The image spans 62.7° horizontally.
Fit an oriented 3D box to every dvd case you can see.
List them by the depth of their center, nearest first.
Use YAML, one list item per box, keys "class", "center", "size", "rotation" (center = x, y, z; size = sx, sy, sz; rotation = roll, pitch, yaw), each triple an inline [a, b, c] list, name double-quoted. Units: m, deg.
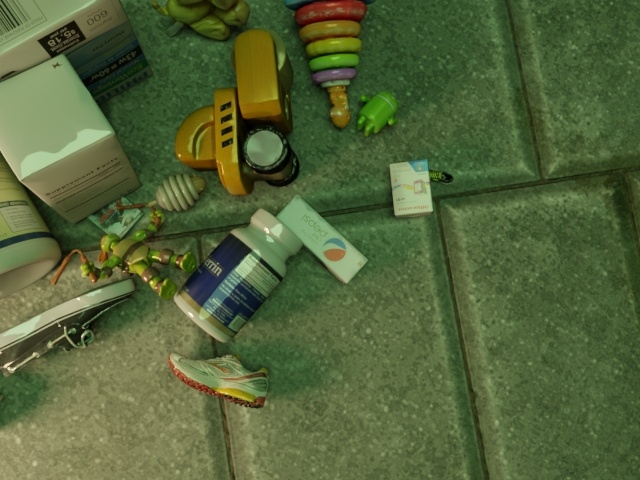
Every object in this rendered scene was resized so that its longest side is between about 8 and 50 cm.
- class: "dvd case"
  center: [-0.463, -0.066, 1.158]
  size: [0.119, 0.013, 0.087]
  rotation: [41, 81, -2]

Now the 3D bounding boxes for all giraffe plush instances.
- class: "giraffe plush"
  center: [-0.266, -0.567, 1.175]
  size: [0.210, 0.181, 0.171]
  rotation: [-5, 72, 27]

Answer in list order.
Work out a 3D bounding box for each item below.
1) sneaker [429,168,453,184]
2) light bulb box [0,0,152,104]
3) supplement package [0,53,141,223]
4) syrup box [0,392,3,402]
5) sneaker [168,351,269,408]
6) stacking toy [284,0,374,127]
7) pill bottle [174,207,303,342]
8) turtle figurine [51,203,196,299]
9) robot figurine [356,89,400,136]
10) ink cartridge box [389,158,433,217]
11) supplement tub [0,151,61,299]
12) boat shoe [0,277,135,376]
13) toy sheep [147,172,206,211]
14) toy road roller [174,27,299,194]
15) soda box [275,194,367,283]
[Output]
- class: "sneaker"
  center: [0.275, -0.154, 1.238]
  size: [0.083, 0.035, 0.031]
  rotation: [8, 83, -6]
- class: "light bulb box"
  center: [-0.559, -0.386, 1.004]
  size: [0.357, 0.361, 0.225]
  rotation: [-34, 90, -8]
- class: "supplement package"
  center: [-0.488, -0.179, 1.013]
  size: [0.175, 0.293, 0.178]
  rotation: [-33, 84, -15]
- class: "syrup box"
  center: [-0.781, 0.316, 1.043]
  size: [0.236, 0.093, 0.096]
  rotation: [23, 83, -3]
- class: "sneaker"
  center: [-0.217, 0.284, 1.126]
  size: [0.225, 0.088, 0.093]
  rotation: [20, 62, -4]
- class: "stacking toy"
  center: [0.032, -0.408, 1.193]
  size: [0.175, 0.165, 0.302]
  rotation: [-21, 109, -50]
- class: "pill bottle"
  center: [-0.166, 0.069, 1.108]
  size: [0.153, 0.153, 0.265]
  rotation: [41, 81, -1]
- class: "turtle figurine"
  center: [-0.380, 0.043, 1.069]
  size: [0.217, 0.087, 0.269]
  rotation: [25, 45, 17]
- class: "robot figurine"
  center: [0.133, -0.298, 1.221]
  size: [0.101, 0.067, 0.115]
  rotation: [41, 81, 11]
- class: "ink cartridge box"
  center: [0.210, -0.117, 1.209]
  size: [0.088, 0.052, 0.123]
  rotation: [-6, 86, 11]
- class: "supplement tub"
  center: [-0.691, -0.051, 1.018]
  size: [0.235, 0.235, 0.325]
  rotation: [-31, 88, -8]
- class: "boat shoe"
  center: [-0.515, 0.179, 1.078]
  size: [0.306, 0.113, 0.105]
  rotation: [-27, 96, -15]
- class: "toy sheep"
  center: [-0.310, -0.102, 1.141]
  size: [0.132, 0.091, 0.091]
  rotation: [-29, 88, -8]
- class: "toy road roller"
  center: [-0.179, -0.262, 1.121]
  size: [0.240, 0.202, 0.330]
  rotation: [-3, 86, 4]
- class: "soda box"
  center: [0.000, 0.000, 1.176]
  size: [0.216, 0.069, 0.074]
  rotation: [42, 82, 0]
